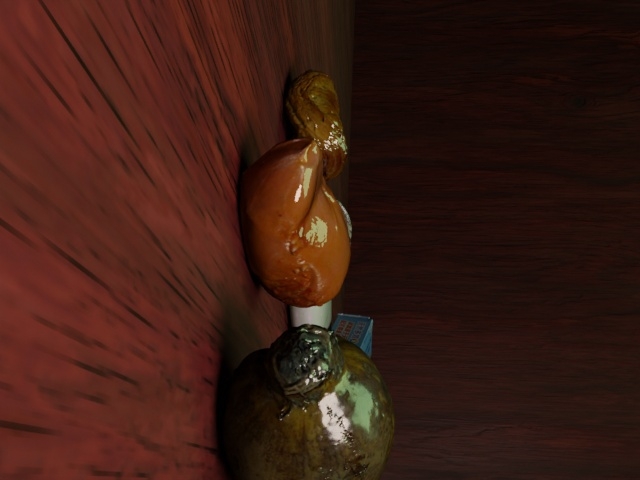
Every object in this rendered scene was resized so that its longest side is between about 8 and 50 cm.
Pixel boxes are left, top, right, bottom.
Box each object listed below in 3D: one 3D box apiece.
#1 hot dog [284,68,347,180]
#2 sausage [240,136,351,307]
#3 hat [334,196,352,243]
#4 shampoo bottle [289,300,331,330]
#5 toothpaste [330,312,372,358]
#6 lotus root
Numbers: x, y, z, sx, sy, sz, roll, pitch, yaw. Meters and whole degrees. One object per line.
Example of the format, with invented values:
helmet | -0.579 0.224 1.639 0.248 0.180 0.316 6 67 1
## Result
hot dog | -0.007 -0.134 0.744 0.099 0.065 0.147 86 -4 -48
sausage | -0.022 -0.008 0.527 0.179 0.089 0.089 81 11 -49
hat | 0.000 0.000 0.709 0.121 0.050 0.121 -16 113 -43
shampoo bottle | -0.012 0.074 0.819 0.108 0.051 0.221 -75 167 -53
toothpaste | 0.005 0.181 0.738 0.272 0.053 0.066 -54 146 -59
lotus root | -0.007 0.131 0.449 0.209 0.120 0.120 92 3 -48
